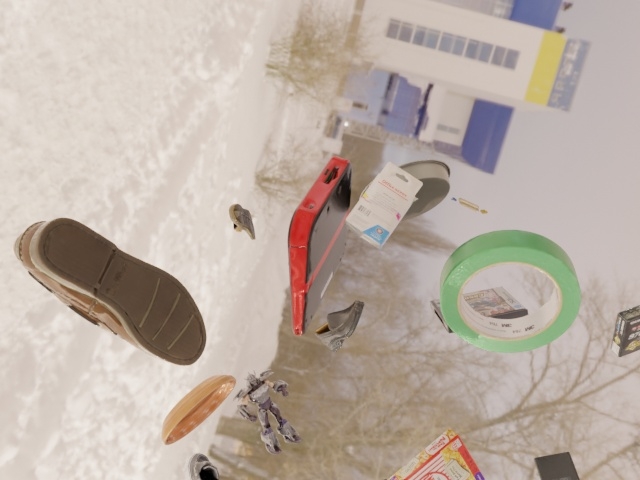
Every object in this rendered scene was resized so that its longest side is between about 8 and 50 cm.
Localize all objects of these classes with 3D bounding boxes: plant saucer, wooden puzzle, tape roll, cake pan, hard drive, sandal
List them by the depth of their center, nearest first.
[{"bbox_3d":[-0.269,0.360,1.370,0.200,0.037,0.200,-42,164,-15],"label":"plant saucer"},{"bbox_3d":[0.449,0.127,1.514,0.077,0.321,0.321,-75,179,-56],"label":"tape roll"},{"bbox_3d":[0.624,0.624,1.642,0.022,0.094,0.135,72,8,-48],"label":"hard drive"},{"bbox_3d":[-0.213,-0.049,1.659,0.180,0.049,0.072,48,31,-70],"label":"sandal"},{"bbox_3d":[0.264,-0.140,1.913,0.293,0.293,0.054,105,-30,-61],"label":"cake pan"},{"bbox_3d":[0.461,-0.111,1.950,0.014,0.116,0.078,-63,171,0],"label":"wooden puzzle"}]

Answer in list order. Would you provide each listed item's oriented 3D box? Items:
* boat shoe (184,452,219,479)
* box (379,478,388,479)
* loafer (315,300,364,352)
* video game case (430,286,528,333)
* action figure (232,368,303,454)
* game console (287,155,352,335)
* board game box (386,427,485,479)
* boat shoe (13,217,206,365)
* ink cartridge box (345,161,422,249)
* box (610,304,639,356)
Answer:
[{"bbox_3d":[-0.375,0.768,2.046,0.102,0.108,0.301,-54,-165,5],"label":"boat shoe"},{"bbox_3d":[0.146,0.713,1.573,0.147,0.078,0.180,112,-37,-48],"label":"box"},{"bbox_3d":[0.039,0.176,1.334,0.170,0.061,0.062,-58,-178,43],"label":"loafer"},{"bbox_3d":[0.545,0.238,2.200,0.248,0.275,0.035,-106,-175,-75],"label":"video game case"},{"bbox_3d":[-0.169,0.540,2.027,0.099,0.185,0.285,2,-60,62],"label":"action figure"},{"bbox_3d":[0.000,0.000,1.609,0.386,0.060,0.342,-60,159,-51],"label":"game console"},{"bbox_3d":[0.265,0.550,1.446,0.193,0.146,0.045,-36,-161,-11],"label":"board game box"},{"bbox_3d":[-0.293,0.075,0.909,0.104,0.307,0.110,-8,-136,41],"label":"boat shoe"},{"bbox_3d":[0.151,-0.084,1.503,0.181,0.104,0.061,-53,170,-10],"label":"ink cartridge box"},{"bbox_3d":[1.113,0.293,2.165,0.051,0.220,0.175,-122,-161,-52],"label":"box"}]
